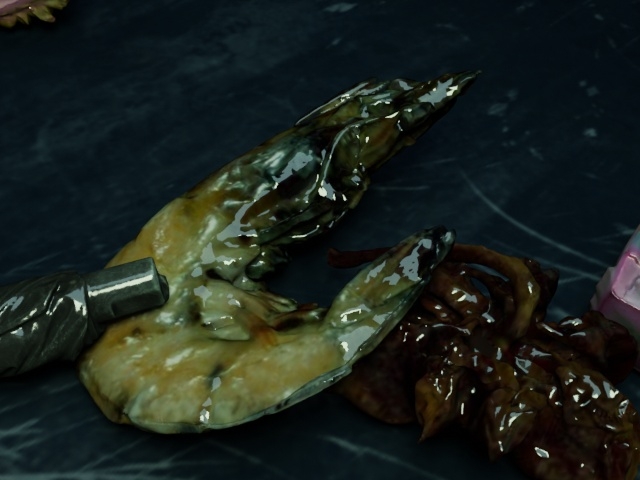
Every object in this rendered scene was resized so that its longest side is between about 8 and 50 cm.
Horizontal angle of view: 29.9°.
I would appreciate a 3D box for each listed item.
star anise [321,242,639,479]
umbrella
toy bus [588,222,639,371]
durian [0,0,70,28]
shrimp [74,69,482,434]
[{"bbox_3d":[0.111,0.076,0.784,0.220,0.126,0.190,10,46,-8],"label":"star anise"},{"bbox_3d":[-0.208,0.061,0.746,0.235,0.059,0.066,-15,57,-6],"label":"umbrella"},{"bbox_3d":[0.327,0.086,0.846,0.274,0.090,0.112,32,56,16],"label":"toy bus"},{"bbox_3d":[-0.369,-0.216,0.964,0.341,0.112,0.191,-13,42,-33],"label":"durian"},{"bbox_3d":[0.000,0.000,0.804,0.365,0.071,0.233,-37,41,-18],"label":"shrimp"}]
